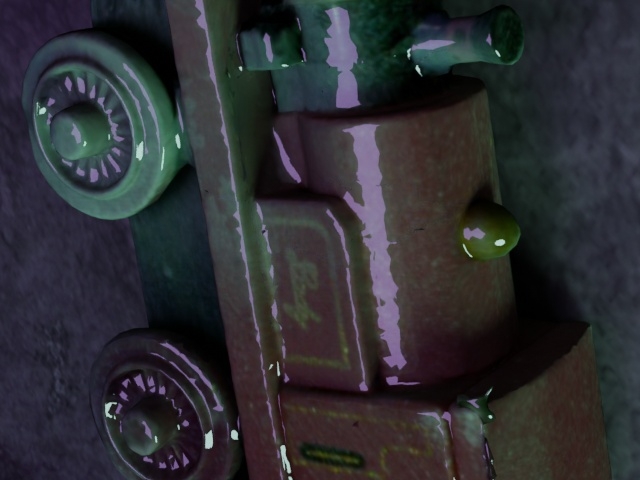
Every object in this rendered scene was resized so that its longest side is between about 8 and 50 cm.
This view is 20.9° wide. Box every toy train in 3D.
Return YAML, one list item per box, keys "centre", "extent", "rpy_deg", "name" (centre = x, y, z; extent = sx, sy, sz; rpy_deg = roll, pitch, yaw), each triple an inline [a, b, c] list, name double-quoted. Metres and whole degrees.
- centre: [0.000, 0.000, 0.751]
  extent: [0.221, 0.150, 0.304]
  rpy_deg: [2, 109, 37]
  name: "toy train"
